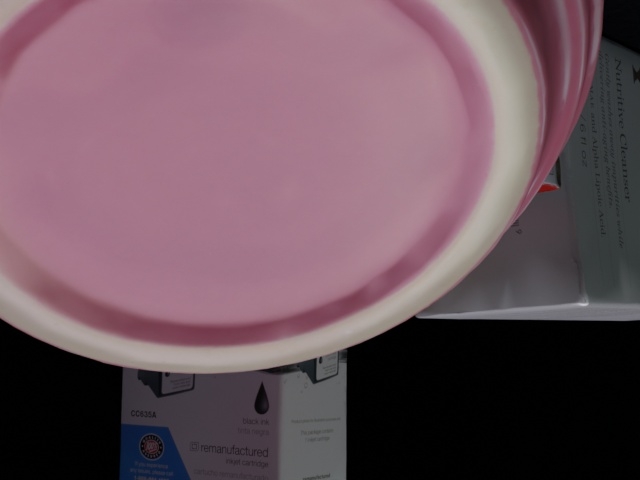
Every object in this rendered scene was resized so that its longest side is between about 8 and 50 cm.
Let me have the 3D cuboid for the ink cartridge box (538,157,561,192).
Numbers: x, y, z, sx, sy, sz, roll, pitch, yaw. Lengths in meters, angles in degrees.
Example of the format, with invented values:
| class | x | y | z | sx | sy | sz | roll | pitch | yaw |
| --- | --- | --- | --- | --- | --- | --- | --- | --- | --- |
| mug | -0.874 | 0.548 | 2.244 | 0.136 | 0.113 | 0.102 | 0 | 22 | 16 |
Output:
| class | x | y | z | sx | sy | sz | roll | pitch | yaw |
| --- | --- | --- | --- | --- | --- | --- | --- | --- | --- |
| ink cartridge box | -0.039 | -0.088 | 0.707 | 0.310 | 0.130 | 0.272 | 3 | 172 | -44 |

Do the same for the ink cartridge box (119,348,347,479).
| class | x | y | z | sx | sy | sz | roll | pitch | yaw |
| --- | --- | --- | --- | --- | --- | --- | --- | --- | --- |
| ink cartridge box | -0.058 | 0.073 | 0.709 | 0.140 | 0.190 | 0.082 | -4 | 174 | 34 |

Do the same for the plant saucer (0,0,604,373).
| class | x | y | z | sx | sy | sz | roll | pitch | yaw |
| --- | --- | --- | --- | --- | --- | --- | --- | --- | --- |
| plant saucer | -0.040 | -0.052 | 0.438 | 0.332 | 0.084 | 0.332 | -5 | 136 | -5 |

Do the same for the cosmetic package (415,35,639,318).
| class | x | y | z | sx | sy | sz | roll | pitch | yaw |
| --- | --- | --- | --- | --- | --- | --- | --- | --- | --- |
| cosmetic package | 0.244 | -0.037 | 0.918 | 0.156 | 0.217 | 0.385 | -8 | 173 | 41 |
